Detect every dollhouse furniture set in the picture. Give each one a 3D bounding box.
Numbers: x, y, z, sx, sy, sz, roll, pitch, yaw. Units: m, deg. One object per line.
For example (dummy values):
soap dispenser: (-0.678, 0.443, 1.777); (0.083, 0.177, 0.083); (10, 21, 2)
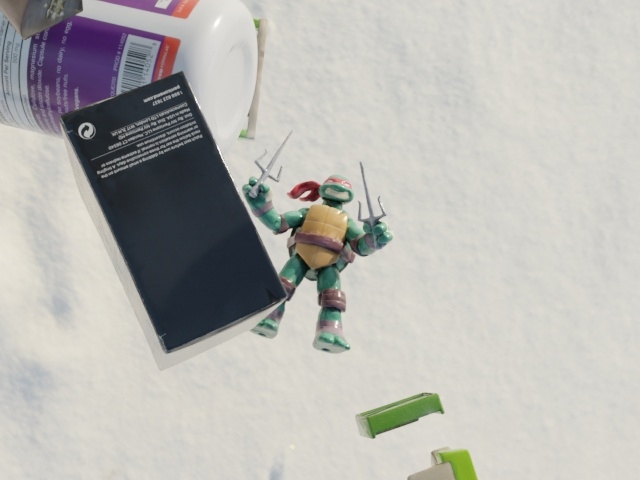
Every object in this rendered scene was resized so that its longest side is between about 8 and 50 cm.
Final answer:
dollhouse furniture set: (0.079, 0.189, 0.772); (0.058, 0.076, 0.152); (-18, 89, -13)

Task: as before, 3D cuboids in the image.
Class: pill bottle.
pill bottle: (-0.239, -0.190, 1.109); (0.181, 0.322, 0.182); (15, 90, -78)

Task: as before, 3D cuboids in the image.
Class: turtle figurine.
turtle figurine: (0.000, 0.000, 1.190); (0.118, 0.175, 0.234); (52, 48, -64)

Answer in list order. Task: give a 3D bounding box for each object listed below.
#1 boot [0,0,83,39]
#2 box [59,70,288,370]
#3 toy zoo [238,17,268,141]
boot: (-0.165, -0.124, 0.515); (0.037, 0.114, 0.106); (-22, 151, -53)
box: (-0.121, -0.001, 0.869); (0.103, 0.261, 0.184); (-22, 85, -12)
toy zoo: (-0.236, -0.264, 1.651); (0.293, 0.030, 0.192); (7, 87, -8)
